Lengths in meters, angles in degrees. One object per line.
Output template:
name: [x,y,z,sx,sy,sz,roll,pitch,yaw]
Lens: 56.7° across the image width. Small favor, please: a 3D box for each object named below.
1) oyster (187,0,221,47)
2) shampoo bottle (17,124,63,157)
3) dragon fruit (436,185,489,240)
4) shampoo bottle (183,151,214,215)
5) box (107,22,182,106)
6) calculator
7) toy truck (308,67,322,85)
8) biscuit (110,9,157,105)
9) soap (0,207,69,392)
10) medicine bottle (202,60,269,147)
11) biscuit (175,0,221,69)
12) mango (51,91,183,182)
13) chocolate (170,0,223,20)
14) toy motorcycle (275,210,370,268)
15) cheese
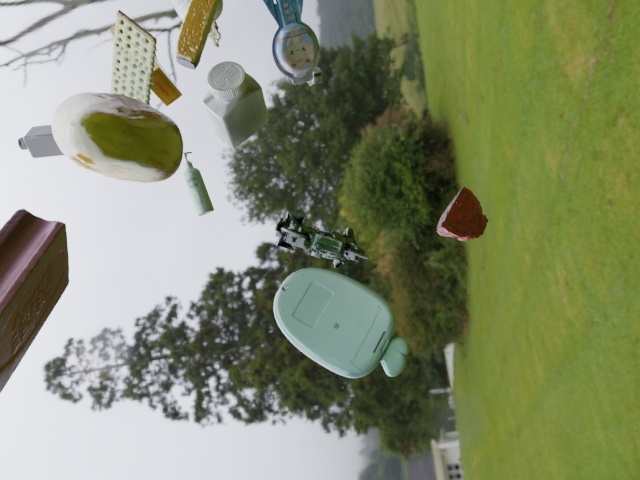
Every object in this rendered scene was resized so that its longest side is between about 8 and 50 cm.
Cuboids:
oyster: [-0.300,-0.581,1.537,0.122,0.045,0.146,63,-172,2]
shampoo bottle: [-0.831,-0.318,1.872,0.079,0.246,0.080,-87,-9,-51]
dragon fruit: [0.345,-0.039,1.448,0.162,0.106,0.083,-55,-2,-40]
shampoo bottle: [-0.380,-0.173,1.794,0.056,0.056,0.195,-25,-86,-78]
box: [-0.602,-0.611,2.036,0.274,0.076,0.174,53,179,23]
calculator: [0.046,0.167,1.184,0.184,0.295,0.042,-60,-3,-18]
toy truck: [-0.048,-0.581,2.053,0.052,0.123,0.063,-25,-50,-36]
biscuit: [-0.433,-0.389,1.362,0.016,0.139,0.231,-34,-23,-45]
soap: [-0.691,0.133,1.302,0.360,0.128,0.233,-78,6,-47]
medicine bottle: [-0.202,-0.325,1.396,0.088,0.132,0.188,45,165,21]
biscuit: [-0.239,-0.438,1.183,0.056,0.052,0.188,71,-142,-87]
mango: [-0.276,-0.142,0.814,0.119,0.176,0.317,-68,15,3]
chocolate: [-0.358,-0.696,1.711,0.221,0.221,0.147,-83,-19,-57]
toy motorcycle: [0.000,0.000,1.672,0.187,0.274,0.125,-154,84,-79]
cheese: [-0.072,-0.533,1.550,0.052,0.135,0.245,38,146,59]
